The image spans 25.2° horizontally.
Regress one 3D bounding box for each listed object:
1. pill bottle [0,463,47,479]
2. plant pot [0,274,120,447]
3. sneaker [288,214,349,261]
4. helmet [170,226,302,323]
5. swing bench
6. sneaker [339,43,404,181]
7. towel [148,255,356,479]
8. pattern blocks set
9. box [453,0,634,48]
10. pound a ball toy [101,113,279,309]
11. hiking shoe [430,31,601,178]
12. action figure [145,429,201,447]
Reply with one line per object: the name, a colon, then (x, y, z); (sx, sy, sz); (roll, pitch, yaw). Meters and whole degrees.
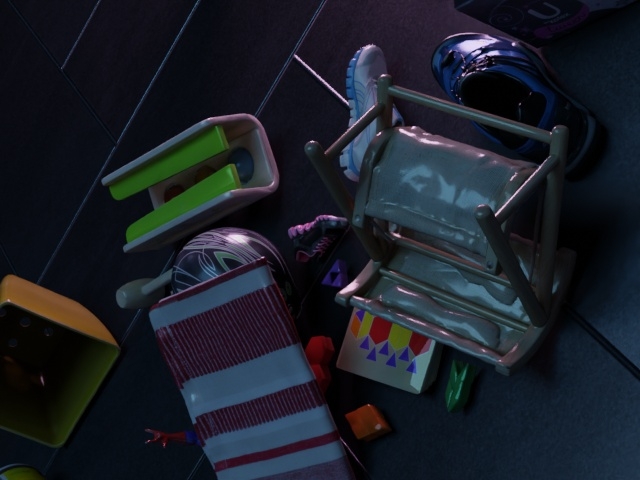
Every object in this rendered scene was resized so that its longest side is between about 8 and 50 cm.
pill bottle: (-0.448, 0.443, 2.238); (0.215, 0.117, 0.117); (31, 98, 52)
plant pot: (-0.480, 0.177, 2.348); (0.212, 0.212, 0.187); (-57, 27, 15)
sneaker: (0.000, 0.000, 1.968); (0.119, 0.047, 0.057); (-23, 63, 52)
helmet: (-0.120, 0.061, 1.952); (0.169, 0.161, 0.169); (-31, 18, 11)
swing bench: (0.142, -0.018, 1.617); (0.253, 0.254, 0.165); (22, 51, 34)
sneaker: (0.081, -0.175, 1.937); (0.083, 0.071, 0.190); (-7, 76, 42)
towel: (-0.090, 0.205, 1.844); (0.237, 0.037, 0.329); (-23, 89, 42)
pattern blocks set: (0.095, 0.112, 1.806); (0.325, 0.026, 0.285); (26, 94, 53)
box: (0.293, -0.348, 1.672); (0.247, 0.163, 0.142); (-22, 61, 44)
pound a ball toy: (-0.196, -0.039, 2.180); (0.319, 0.136, 0.208); (-26, 80, 42)
hiking shoe: (0.212, -0.189, 1.720); (0.113, 0.132, 0.304); (-60, 38, 11)
action figure: (-0.174, 0.198, 2.012); (0.091, 0.139, 0.280); (-39, 49, 35)
